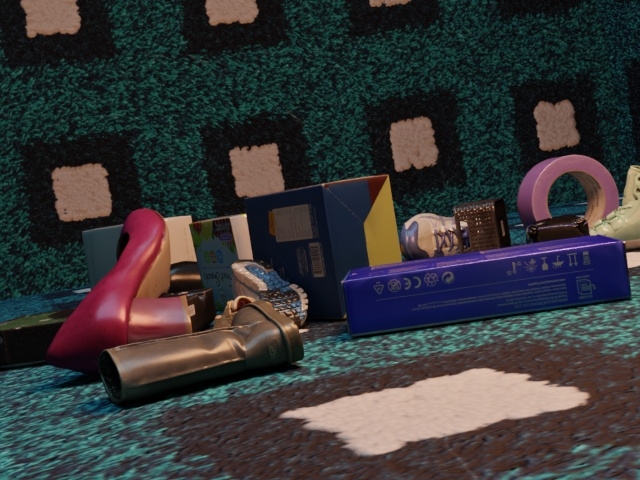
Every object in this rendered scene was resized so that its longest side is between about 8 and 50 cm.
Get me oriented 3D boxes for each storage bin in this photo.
[{"bbox_3d":[0.340,-0.021,2.059,0.084,0.122,0.180,-9,2,19],"label":"storage bin"}]

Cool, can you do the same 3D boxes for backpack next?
[{"bbox_3d":[0.408,0.001,1.710,0.105,0.084,0.114,-8,7,4],"label":"backpack"}]

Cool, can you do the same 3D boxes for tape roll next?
[{"bbox_3d":[0.505,-0.078,2.018,0.189,0.188,0.080,-9,2,-10],"label":"tape roll"}]

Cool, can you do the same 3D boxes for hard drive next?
[{"bbox_3d":[-0.353,0.138,1.552,0.339,0.064,0.237,-8,2,7],"label":"hard drive"}]

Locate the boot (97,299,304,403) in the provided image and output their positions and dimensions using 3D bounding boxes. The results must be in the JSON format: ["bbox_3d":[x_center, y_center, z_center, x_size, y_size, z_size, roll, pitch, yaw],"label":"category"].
[{"bbox_3d":[-0.142,0.127,1.104,0.209,0.076,0.190,-17,3,-19],"label":"boot"}]

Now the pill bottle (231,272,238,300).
[{"bbox_3d":[-0.056,0.071,1.663,0.169,0.094,0.094,-11,3,-34],"label":"pill bottle"}]

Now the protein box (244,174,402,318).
[{"bbox_3d":[0.005,0.014,1.524,0.136,0.199,0.201,-11,3,-39],"label":"protein box"}]

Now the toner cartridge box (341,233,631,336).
[{"bbox_3d":[0.208,0.055,1.283,0.348,0.075,0.165,-8,1,6],"label":"toner cartridge box"}]

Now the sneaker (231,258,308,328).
[{"bbox_3d":[-0.075,0.098,1.475,0.071,0.082,0.191,-7,25,-25],"label":"sneaker"}]

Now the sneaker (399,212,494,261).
[{"bbox_3d":[0.304,-0.016,2.223,0.296,0.111,0.131,-12,4,-44],"label":"sneaker"}]

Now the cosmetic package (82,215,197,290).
[{"bbox_3d":[-0.414,0.054,2.251,0.155,0.196,0.366,-9,4,-30],"label":"cosmetic package"}]

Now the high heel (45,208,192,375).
[{"bbox_3d":[-0.292,0.053,1.362,0.181,0.127,0.377,-5,23,-15],"label":"high heel"}]

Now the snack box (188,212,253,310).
[{"bbox_3d":[-0.161,0.041,1.825,0.070,0.174,0.207,-14,5,-27],"label":"snack box"}]

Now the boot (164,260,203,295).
[{"bbox_3d":[-0.190,0.076,2.050,0.207,0.094,0.247,-12,-7,44],"label":"boot"}]

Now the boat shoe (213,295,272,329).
[{"bbox_3d":[-0.106,0.107,1.401,0.063,0.059,0.170,-10,3,-30],"label":"boat shoe"}]

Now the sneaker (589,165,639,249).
[{"bbox_3d":[0.546,-0.057,1.807,0.256,0.151,0.094,-9,4,24],"label":"sneaker"}]
